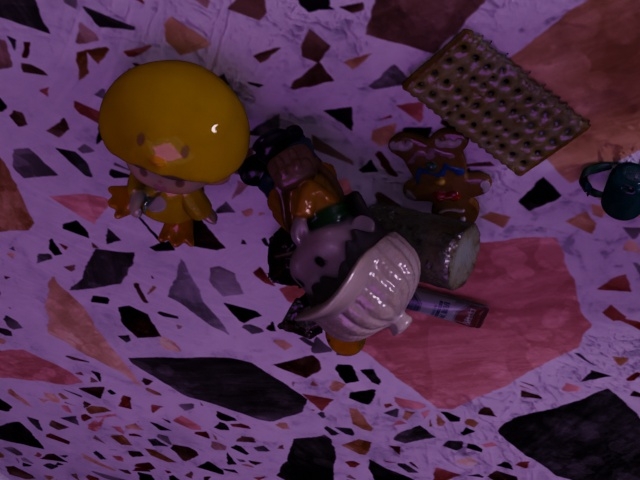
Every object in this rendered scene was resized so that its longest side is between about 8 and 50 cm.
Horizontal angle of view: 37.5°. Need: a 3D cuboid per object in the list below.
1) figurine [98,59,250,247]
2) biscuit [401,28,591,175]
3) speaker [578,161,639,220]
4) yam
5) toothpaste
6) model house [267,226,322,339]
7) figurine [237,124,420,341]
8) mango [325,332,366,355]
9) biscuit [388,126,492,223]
[{"bbox_3d":[-0.230,-0.122,1.404,0.215,0.187,0.343,14,148,-12],"label":"figurine"},{"bbox_3d":[0.238,-0.183,1.280,0.231,0.016,0.139,34,133,-20],"label":"biscuit"},{"bbox_3d":[0.417,-0.078,1.331,0.094,0.060,0.075,41,151,27],"label":"speaker"},{"bbox_3d":[0.137,0.004,1.452,0.194,0.107,0.107,16,146,32],"label":"yam"},{"bbox_3d":[0.172,0.104,1.644,0.239,0.039,0.062,15,135,-2],"label":"toothpaste"},{"bbox_3d":[-0.023,0.056,1.537,0.164,0.203,0.141,-14,155,20],"label":"model house"},{"bbox_3d":[0.021,-0.011,1.375,0.205,0.332,0.185,-4,151,-28],"label":"figurine"},{"bbox_3d":[0.046,0.168,1.750,0.079,0.057,0.114,17,138,15],"label":"mango"},{"bbox_3d":[0.186,-0.085,1.415,0.138,0.031,0.205,-3,139,22],"label":"biscuit"}]
